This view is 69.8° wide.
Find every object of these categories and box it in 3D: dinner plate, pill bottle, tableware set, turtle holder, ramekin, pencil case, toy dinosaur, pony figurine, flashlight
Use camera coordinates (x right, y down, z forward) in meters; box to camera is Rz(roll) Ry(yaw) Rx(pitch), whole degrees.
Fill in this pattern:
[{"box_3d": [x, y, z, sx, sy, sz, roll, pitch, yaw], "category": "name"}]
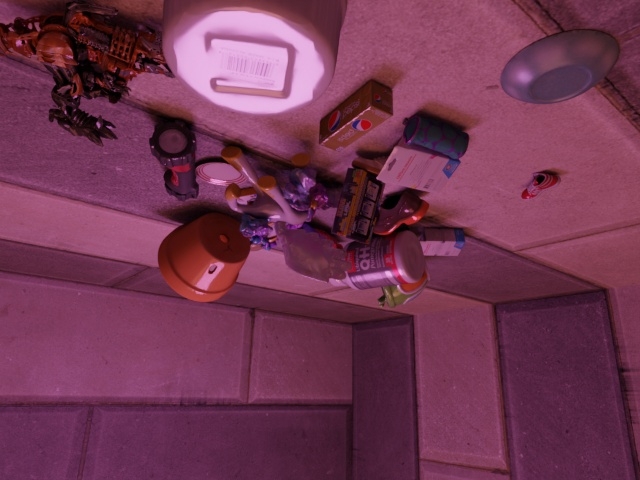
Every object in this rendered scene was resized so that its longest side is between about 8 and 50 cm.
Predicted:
[{"box_3d": [-0.269, -0.185, 1.252, 0.141, 0.017, 0.141, 2, 161, 1], "category": "dinner plate"}, {"box_3d": [0.180, 0.077, 1.584, 0.319, 0.176, 0.176, -13, 157, 36], "category": "pill bottle"}, {"box_3d": [-0.244, -0.001, 1.756, 0.141, 0.020, 0.169, -19, 155, 20], "category": "tableware set"}, {"box_3d": [0.327, 0.158, 1.903, 0.228, 0.243, 0.320, -18, 150, 5], "category": "turtle holder"}, {"box_3d": [-0.099, -0.308, 0.683, 0.278, 0.135, 0.277, 1, 161, 0], "category": "ramekin"}, {"box_3d": [0.254, -0.227, 1.013, 0.152, 0.064, 0.070, 11, 144, -25], "category": "pencil case"}, {"box_3d": [-0.406, -0.306, 0.770, 0.322, 0.164, 0.218, 20, 146, 1], "category": "toy dinosaur"}, {"box_3d": [-0.078, -0.080, 1.228, 0.351, 0.302, 0.363, 8, 150, 13], "category": "pony figurine"}, {"box_3d": [-0.361, -0.186, 1.142, 0.103, 0.103, 0.304, -15, 172, -19], "category": "flashlight"}]

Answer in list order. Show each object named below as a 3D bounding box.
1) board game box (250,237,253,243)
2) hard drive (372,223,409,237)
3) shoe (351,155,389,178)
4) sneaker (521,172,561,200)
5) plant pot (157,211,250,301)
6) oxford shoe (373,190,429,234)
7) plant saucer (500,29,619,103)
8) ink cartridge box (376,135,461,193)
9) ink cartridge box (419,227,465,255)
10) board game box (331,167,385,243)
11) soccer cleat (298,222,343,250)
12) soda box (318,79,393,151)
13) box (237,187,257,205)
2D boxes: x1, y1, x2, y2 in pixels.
[{"box_3d": [-0.300, -0.005, 1.792, 0.090, 0.020, 0.090, -7, 159, 25], "category": "board game box"}, {"box_3d": [0.243, -0.018, 1.661, 0.172, 0.054, 0.255, -5, 161, 19], "category": "hard drive"}, {"box_3d": [0.181, -0.184, 1.179, 0.219, 0.058, 0.076, 13, 180, -21], "category": "shoe"}, {"box_3d": [0.586, -0.149, 1.258, 0.067, 0.042, 0.118, 7, 154, -28], "category": "sneaker"}, {"box_3d": [-0.376, 0.037, 1.572, 0.291, 0.290, 0.203, 16, 139, -38], "category": "plant pot"}, {"box_3d": [0.221, -0.092, 1.426, 0.098, 0.096, 0.271, 37, 154, -13], "category": "oxford shoe"}, {"box_3d": [0.432, -0.297, 0.834, 0.195, 0.037, 0.195, 1, 163, 0], "category": "plant saucer"}, {"box_3d": [0.225, -0.183, 1.095, 0.182, 0.061, 0.104, 9, 133, -23], "category": "ink cartridge box"}, {"box_3d": [0.424, 0.006, 1.679, 0.180, 0.060, 0.104, 2, 149, -2], "category": "ink cartridge box"}, {"box_3d": [0.099, -0.085, 1.174, 0.048, 0.170, 0.141, 14, 179, 33], "category": "board game box"}, {"box_3d": [0.000, 0.000, 1.692, 0.117, 0.108, 0.318, -23, 156, 6], "category": "soccer cleat"}, {"box_3d": [0.070, -0.253, 0.950, 0.058, 0.061, 0.181, 14, 158, -32], "category": "soda box"}, {"box_3d": [-0.204, -0.131, 1.395, 0.136, 0.028, 0.081, -9, 159, 23], "category": "box"}]
